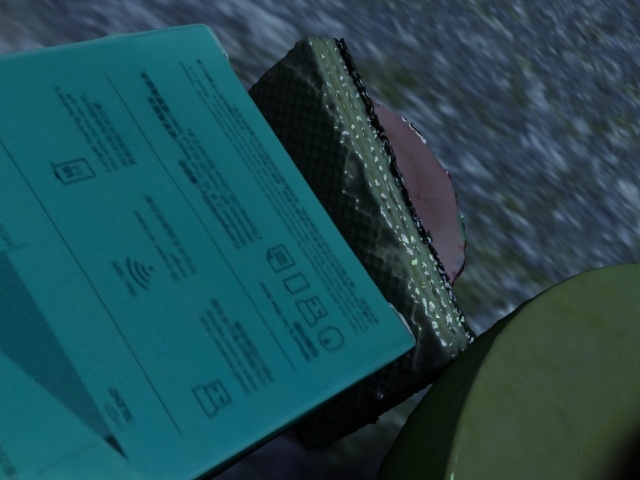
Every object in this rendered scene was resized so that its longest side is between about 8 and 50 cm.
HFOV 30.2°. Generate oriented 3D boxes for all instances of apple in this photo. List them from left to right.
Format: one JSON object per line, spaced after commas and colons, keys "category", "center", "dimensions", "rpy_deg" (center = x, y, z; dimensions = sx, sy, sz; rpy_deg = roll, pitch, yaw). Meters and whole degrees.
{"category": "apple", "center": [0.161, 0.205, 0.521], "dimensions": [0.320, 0.312, 0.360], "rpy_deg": [20, 34, 31]}

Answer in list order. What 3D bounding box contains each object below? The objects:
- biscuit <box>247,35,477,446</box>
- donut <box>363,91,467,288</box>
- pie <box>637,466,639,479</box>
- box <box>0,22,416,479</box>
{"category": "biscuit", "center": [0.000, 0.000, 0.652], "dimensions": [0.040, 0.121, 0.199], "rpy_deg": [-3, 63, -45]}
{"category": "donut", "center": [0.038, -0.020, 0.752], "dimensions": [0.117, 0.065, 0.166], "rpy_deg": [10, 55, -38]}
{"category": "pie", "center": [0.209, 0.154, 0.495], "dimensions": [0.204, 0.054, 0.218], "rpy_deg": [52, 45, -2]}
{"category": "box", "center": [-0.125, 0.033, 0.505], "dimensions": [0.205, 0.118, 0.311], "rpy_deg": [55, 38, 9]}
